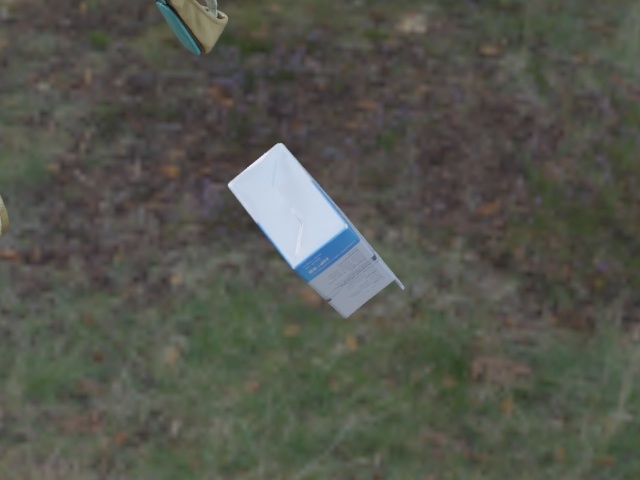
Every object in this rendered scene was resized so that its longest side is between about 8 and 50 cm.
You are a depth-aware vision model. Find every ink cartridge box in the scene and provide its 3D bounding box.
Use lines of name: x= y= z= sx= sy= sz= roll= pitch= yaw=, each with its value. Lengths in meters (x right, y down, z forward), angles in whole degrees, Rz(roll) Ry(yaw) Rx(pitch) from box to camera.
ink cartridge box: x=0.000 y=0.000 z=1.483 sx=0.104 sy=0.060 sz=0.180 roll=51 pitch=2 yaw=27

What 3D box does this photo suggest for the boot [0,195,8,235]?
boot: x=-0.505 y=0.005 z=1.934 sx=0.262 sy=0.095 sz=0.203 roll=0 pitch=23 yaw=39

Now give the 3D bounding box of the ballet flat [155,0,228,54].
ballet flat: x=-0.185 y=-0.320 z=2.150 sx=0.073 sy=0.232 sz=0.080 roll=-48 pitch=58 yaw=-5
